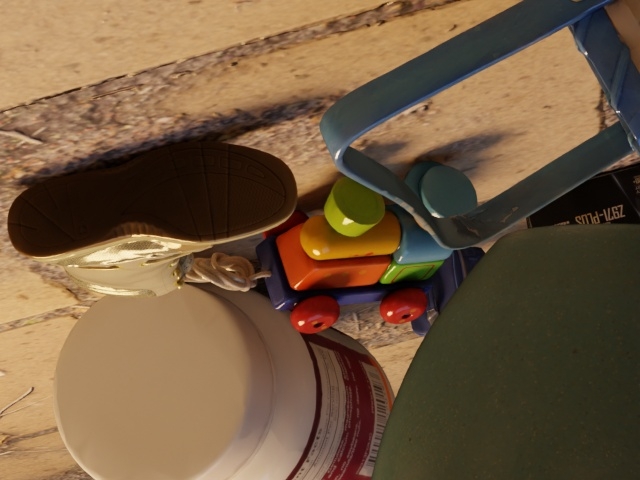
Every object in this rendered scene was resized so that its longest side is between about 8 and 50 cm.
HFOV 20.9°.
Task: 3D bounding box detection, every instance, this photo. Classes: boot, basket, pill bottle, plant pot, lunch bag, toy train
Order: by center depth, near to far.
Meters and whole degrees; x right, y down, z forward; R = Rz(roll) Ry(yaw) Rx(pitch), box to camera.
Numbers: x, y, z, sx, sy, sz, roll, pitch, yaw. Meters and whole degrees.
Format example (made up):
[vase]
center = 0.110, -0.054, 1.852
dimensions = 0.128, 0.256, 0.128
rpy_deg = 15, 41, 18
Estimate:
[basket]
center = 0.160, -0.096, 1.008
dimensions = 0.289, 0.201, 0.255
rpy_deg = -27, 161, 15
[plant pot]
center = 0.171, 0.095, 1.025
dimensions = 0.290, 0.195, 0.290
rpy_deg = 2, 173, 0
[boot]
center = -0.112, -0.009, 1.319
dimensions = 0.213, 0.077, 0.165
rpy_deg = -10, 164, 7
[toy train]
center = 0.000, 0.000, 1.415
dimensions = 0.248, 0.105, 0.143
rpy_deg = -4, 151, -29
[pill bottle]
center = -0.083, 0.162, 1.659
dimensions = 0.224, 0.224, 0.392
rpy_deg = -18, 163, 15
[lunch bag]
center = 0.121, 0.052, 1.675
dimensions = 0.067, 0.098, 0.065
rpy_deg = -20, 161, 41

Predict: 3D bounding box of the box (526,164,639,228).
[box]
center = 0.274, -0.003, 1.648
dimensions = 0.147, 0.077, 0.180
rpy_deg = -14, 164, 5
